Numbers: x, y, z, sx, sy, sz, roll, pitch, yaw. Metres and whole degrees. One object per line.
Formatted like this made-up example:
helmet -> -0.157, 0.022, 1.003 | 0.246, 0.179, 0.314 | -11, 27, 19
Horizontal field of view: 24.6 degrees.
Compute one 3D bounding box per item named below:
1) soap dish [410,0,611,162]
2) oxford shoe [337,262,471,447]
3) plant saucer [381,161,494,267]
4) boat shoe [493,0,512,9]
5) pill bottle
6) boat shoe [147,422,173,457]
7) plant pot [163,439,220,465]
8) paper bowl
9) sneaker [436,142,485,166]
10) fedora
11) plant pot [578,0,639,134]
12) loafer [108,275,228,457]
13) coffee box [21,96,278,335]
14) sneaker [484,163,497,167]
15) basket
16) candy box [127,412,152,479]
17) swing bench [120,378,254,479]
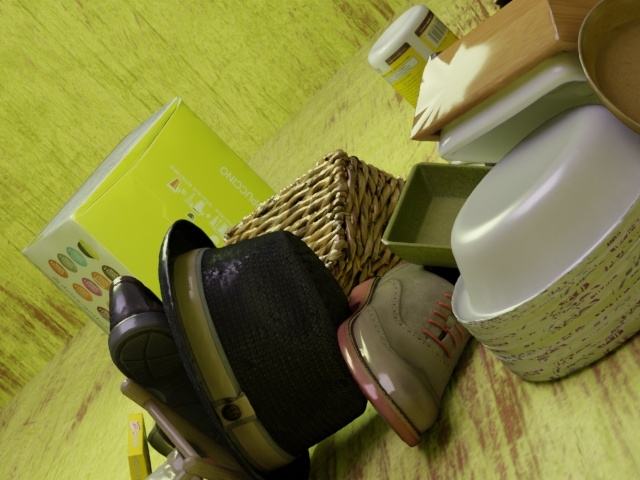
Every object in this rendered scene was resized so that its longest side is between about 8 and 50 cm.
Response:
soap dish -> 0.265, -0.169, 1.515 | 0.290, 0.118, 0.229 | -2, -20, -37
oxford shoe -> 0.103, 0.097, 1.565 | 0.130, 0.123, 0.348 | -34, 18, 13
plant saucer -> 0.180, -0.020, 1.657 | 0.188, 0.045, 0.188 | 5, 33, 14
boat shoe -> 0.330, -0.374, 2.368 | 0.095, 0.095, 0.257 | -32, 18, 50
pill bottle -> 0.180, -0.231, 2.128 | 0.117, 0.215, 0.117 | -44, 12, 12
boat shoe -> -0.180, 0.247, 2.091 | 0.079, 0.095, 0.254 | -59, -1, -29
plant pot -> -0.116, 0.190, 1.887 | 0.201, 0.201, 0.180 | -30, 36, 55
paper bowl -> 0.238, -0.017, 1.391 | 0.284, 0.148, 0.284 | -44, 11, 10
sneaker -> 0.198, -0.110, 1.934 | 0.169, 0.108, 0.292 | -48, 12, -19
fedora -> -0.043, 0.108, 1.629 | 0.152, 0.334, 0.334 | -23, 17, 11
plant pot -> 0.347, -0.150, 1.330 | 0.236, 0.236, 0.032 | -56, -16, -39
loafer -> -0.163, 0.144, 1.675 | 0.109, 0.302, 0.095 | -24, 53, 1
coffee box -> -0.313, -0.012, 2.849 | 0.338, 0.337, 0.334 | -52, 14, -27
sneaker -> 0.297, -0.191, 1.732 | 0.281, 0.106, 0.162 | -49, -12, -9
basket -> 0.027, 0.050, 2.011 | 0.299, 0.223, 0.214 | -34, 46, 43
candy box -> -0.262, 0.329, 2.138 | 0.027, 0.105, 0.206 | -10, 11, -5
swing bench -> -0.188, 0.328, 1.618 | 0.253, 0.254, 0.165 | -48, 49, 1
